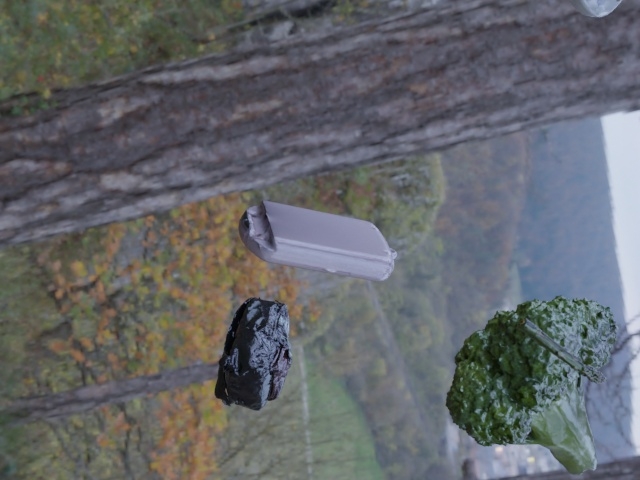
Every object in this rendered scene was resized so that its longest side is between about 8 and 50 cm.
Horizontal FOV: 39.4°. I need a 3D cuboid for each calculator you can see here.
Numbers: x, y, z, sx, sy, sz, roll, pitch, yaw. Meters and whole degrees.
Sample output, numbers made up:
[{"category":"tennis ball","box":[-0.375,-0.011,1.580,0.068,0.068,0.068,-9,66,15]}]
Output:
[{"category":"calculator","box":[0.000,0.000,0.936,0.100,0.175,0.032,-111,-144,-59]}]

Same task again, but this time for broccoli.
[{"category":"broccoli","box":[0.319,0.188,1.311,0.302,0.186,0.254,24,92,-52]}]

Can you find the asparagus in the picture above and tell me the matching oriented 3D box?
[{"category":"asparagus","box":[0.234,0.109,0.858,0.114,0.014,0.015,36,61,-15]}]

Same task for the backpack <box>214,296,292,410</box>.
[{"category":"backpack","box":[-0.093,0.166,1.356,0.120,0.106,0.165,98,10,-50]}]

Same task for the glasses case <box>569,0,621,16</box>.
[{"category":"glasses case","box":[0.281,-0.282,0.823,0.063,0.164,0.041,34,-3,-34]}]
